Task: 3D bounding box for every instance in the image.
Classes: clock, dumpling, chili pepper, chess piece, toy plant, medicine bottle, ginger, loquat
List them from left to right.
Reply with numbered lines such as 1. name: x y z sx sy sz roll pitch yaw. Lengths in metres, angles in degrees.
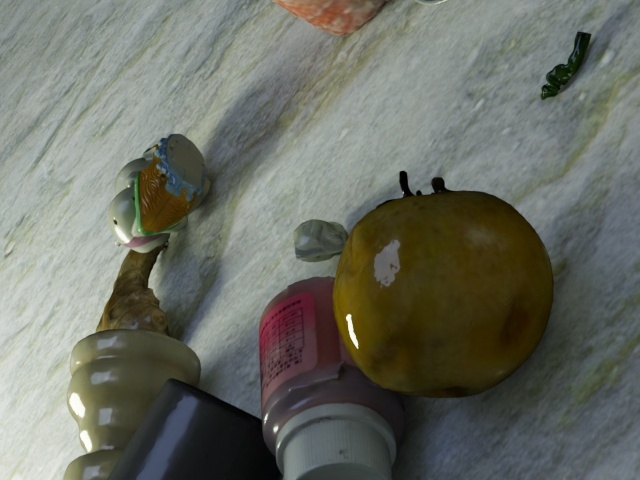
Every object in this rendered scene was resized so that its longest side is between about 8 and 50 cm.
1. chess piece: -0.234 0.271 1.865 0.167 0.167 0.299 -31 45 43
2. ginger: -0.254 0.109 2.127 0.333 0.081 0.148 -97 29 -52
3. clock: -0.233 -0.063 2.207 0.144 0.103 0.231 -45 16 19
4. toy plant: -0.169 0.355 1.625 0.279 0.185 0.400 23 85 29
5. dumpling: -0.001 -0.002 1.826 0.057 0.076 0.052 -23 79 19
6. medicine bottle: 0.011 0.158 1.547 0.147 0.147 0.247 -43 31 29
7. loquat: 0.111 0.043 1.434 0.213 0.213 0.213 -40 33 33
8. chili pepper: 0.252 -0.177 1.613 0.027 0.022 0.083 35 94 30

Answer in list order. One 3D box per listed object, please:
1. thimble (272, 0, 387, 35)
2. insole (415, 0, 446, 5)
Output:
1. thimble: 0.017 -0.396 2.073 0.239 0.162 0.239 -41 31 32
2. insole: 0.163 -0.314 1.917 0.065 0.004 0.197 -62 27 -6
